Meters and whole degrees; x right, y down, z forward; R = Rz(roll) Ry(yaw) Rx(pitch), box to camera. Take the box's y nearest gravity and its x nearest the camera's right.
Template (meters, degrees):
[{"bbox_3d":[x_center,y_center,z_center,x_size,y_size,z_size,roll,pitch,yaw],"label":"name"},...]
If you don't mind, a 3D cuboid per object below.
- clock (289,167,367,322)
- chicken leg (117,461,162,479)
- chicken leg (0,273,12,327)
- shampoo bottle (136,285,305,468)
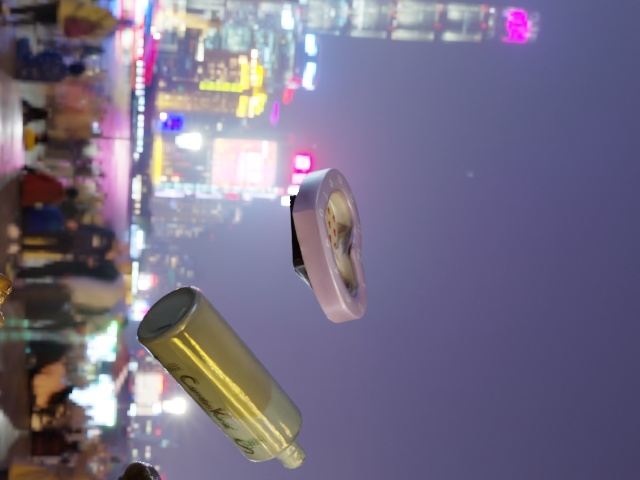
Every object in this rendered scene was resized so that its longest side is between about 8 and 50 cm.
[{"bbox_3d":[0.000,0.000,1.247,0.172,0.064,0.198,43,38,-58],"label":"clock"},{"bbox_3d":[-0.160,0.295,1.059,0.085,0.069,0.198,-50,-141,-6],"label":"chicken leg"},{"bbox_3d":[-0.223,0.071,0.536,0.085,0.101,0.207,-55,-142,46],"label":"chicken leg"},{"bbox_3d":[-0.095,0.168,1.121,0.262,0.085,0.085,54,10,-28],"label":"shampoo bottle"}]
